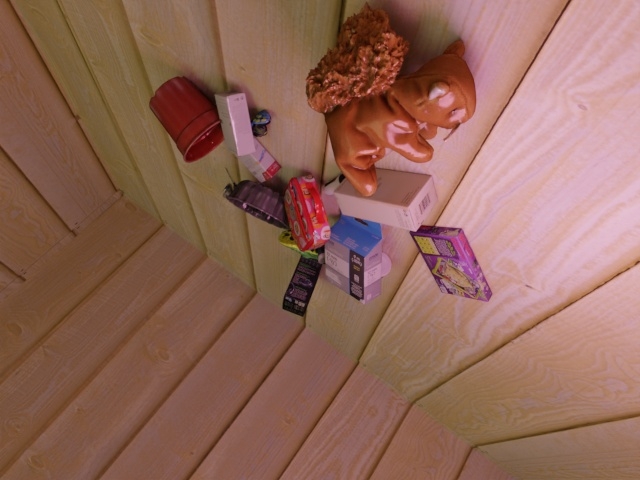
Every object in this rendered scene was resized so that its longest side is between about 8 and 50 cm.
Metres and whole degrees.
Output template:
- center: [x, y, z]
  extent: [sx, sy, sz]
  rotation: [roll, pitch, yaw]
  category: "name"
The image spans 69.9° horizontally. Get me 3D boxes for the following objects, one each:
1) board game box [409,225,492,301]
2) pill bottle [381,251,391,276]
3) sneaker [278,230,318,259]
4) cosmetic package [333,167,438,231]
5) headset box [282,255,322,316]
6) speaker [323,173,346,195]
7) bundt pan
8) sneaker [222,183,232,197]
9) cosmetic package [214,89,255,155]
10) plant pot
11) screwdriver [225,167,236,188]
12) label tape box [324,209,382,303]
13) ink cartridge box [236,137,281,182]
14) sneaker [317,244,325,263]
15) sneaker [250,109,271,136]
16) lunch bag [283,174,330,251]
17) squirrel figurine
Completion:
- center: [0.486, 0.086, 1.702]
  extent: [0.208, 0.056, 0.347]
  rotation: [14, 145, 51]
  category: "board game box"
- center: [0.225, 0.130, 2.050]
  extent: [0.119, 0.119, 0.208]
  rotation: [39, 156, 0]
  category: "pill bottle"
- center: [-0.099, 0.035, 2.352]
  extent: [0.295, 0.109, 0.124]
  rotation: [23, 147, 31]
  category: "sneaker"
- center: [0.217, -0.149, 1.547]
  extent: [0.309, 0.160, 0.113]
  rotation: [16, 146, 39]
  category: "cosmetic package"
- center: [-0.094, 0.236, 2.497]
  extent: [0.131, 0.283, 0.246]
  rotation: [21, 155, 3]
  category: "headset box"
- center: [0.063, -0.214, 1.772]
  extent: [0.055, 0.055, 0.136]
  rotation: [45, 155, -12]
  category: "speaker"
- center: [-0.266, -0.176, 2.138]
  extent: [0.330, 0.124, 0.331]
  rotation: [25, 172, 4]
  category: "bundt pan"
- center: [-0.496, -0.261, 2.490]
  extent: [0.058, 0.052, 0.135]
  rotation: [30, 163, -2]
  category: "sneaker"
- center: [-0.331, -0.455, 1.777]
  extent: [0.117, 0.085, 0.231]
  rotation: [31, 135, 49]
  category: "cosmetic package"
- center: [-0.546, -0.513, 1.901]
  extent: [0.265, 0.272, 0.272]
  rotation: [48, 155, -2]
  category: "plant pot"
- center: [-0.457, -0.312, 2.382]
  extent: [0.025, 0.024, 0.170]
  rotation: [-3, 133, 15]
  category: "screwdriver"
- center: [0.131, 0.054, 1.891]
  extent: [0.249, 0.115, 0.348]
  rotation: [30, 136, 42]
  category: "label tape box"
- center: [-0.274, -0.348, 1.993]
  extent: [0.175, 0.072, 0.127]
  rotation: [48, 155, -18]
  category: "ink cartridge box"
- center: [0.086, 0.032, 2.128]
  extent: [0.226, 0.164, 0.086]
  rotation: [6, 138, -21]
  category: "sneaker"
- center: [-0.231, -0.450, 1.787]
  extent: [0.078, 0.067, 0.188]
  rotation: [36, 161, -22]
  category: "sneaker"
- center: [-0.051, -0.116, 1.886]
  extent: [0.258, 0.120, 0.294]
  rotation: [137, 118, -66]
  category: "lunch bag"
- center: [0.172, -0.363, 1.130]
  extent: [0.397, 0.281, 0.370]
  rotation: [46, 148, -19]
  category: "squirrel figurine"
